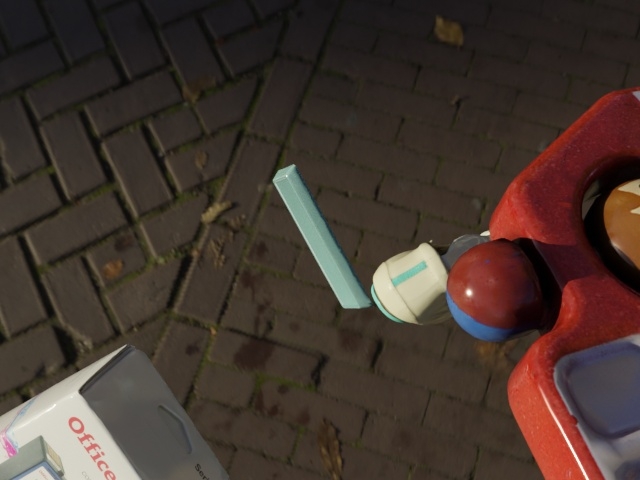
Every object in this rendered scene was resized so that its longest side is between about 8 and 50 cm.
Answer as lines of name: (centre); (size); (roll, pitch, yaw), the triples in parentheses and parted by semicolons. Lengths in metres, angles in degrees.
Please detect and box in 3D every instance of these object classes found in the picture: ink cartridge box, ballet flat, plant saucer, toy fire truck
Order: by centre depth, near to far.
toy fire truck: (0.203, 0.046, 0.476); (0.254, 0.169, 0.302); (-13, 60, -20)
ink cartridge box: (-0.202, 0.202, 0.803); (0.212, 0.093, 0.154); (-30, 98, 25)
ballet flat: (0.140, 0.028, 0.861); (0.086, 0.248, 0.086); (2, 94, 34)
plant saucer: (0.000, 0.000, 1.166); (0.018, 0.067, 0.192); (-31, 97, -19)
